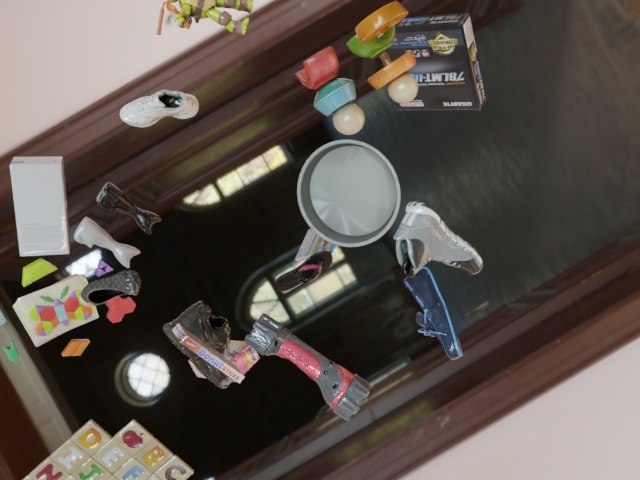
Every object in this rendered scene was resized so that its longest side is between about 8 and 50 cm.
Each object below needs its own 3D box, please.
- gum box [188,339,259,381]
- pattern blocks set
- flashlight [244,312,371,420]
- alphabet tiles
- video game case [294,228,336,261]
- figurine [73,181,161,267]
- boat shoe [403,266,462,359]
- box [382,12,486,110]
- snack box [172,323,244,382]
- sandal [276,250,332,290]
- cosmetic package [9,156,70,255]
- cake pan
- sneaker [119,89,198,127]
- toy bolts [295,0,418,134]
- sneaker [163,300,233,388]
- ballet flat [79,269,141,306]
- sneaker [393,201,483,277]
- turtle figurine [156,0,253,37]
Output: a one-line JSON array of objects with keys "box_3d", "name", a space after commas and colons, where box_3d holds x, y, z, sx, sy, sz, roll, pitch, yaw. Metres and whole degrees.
[{"box_3d": [-0.280, 0.341, 1.979, 0.188, 0.107, 0.062, -4, 119, 43], "name": "gum box"}, {"box_3d": [-0.651, 0.173, 1.728, 0.026, 0.324, 0.286, 30, 151, 50], "name": "pattern blocks set"}, {"box_3d": [-0.034, 0.289, 1.590, 0.304, 0.103, 0.103, 33, 169, 2], "name": "flashlight"}, {"box_3d": [-0.439, 0.523, 1.399, 0.285, 0.342, 0.011, 47, -175, -16], "name": "alphabet tiles"}, {"box_3d": [0.000, 0.000, 2.049, 0.015, 0.119, 0.166, 41, 146, -26], "name": "video game case"}, {"box_3d": [-0.649, -0.043, 2.222, 0.209, 0.215, 0.092, 34, 164, -19], "name": "figurine"}, {"box_3d": [0.284, 0.195, 1.760, 0.109, 0.088, 0.258, 58, -168, -50], "name": "boat shoe"}, {"box_3d": [0.336, -0.536, 2.113, 0.295, 0.073, 0.294, 8, 136, 33], "name": "box"}, {"box_3d": [-0.236, 0.240, 1.467, 0.178, 0.022, 0.064, 43, 176, -33], "name": "snack box"}, {"box_3d": [-0.040, 0.093, 1.932, 0.067, 0.179, 0.040, 59, 180, -30], "name": "sandal"}, {"box_3d": [-0.668, -0.082, 1.660, 0.085, 0.117, 0.231, -131, 42, -64], "name": "cosmetic package"}, {"box_3d": [0.081, -0.130, 1.890, 0.293, 0.293, 0.054, 60, -157, 0], "name": "cake pan"}, {"box_3d": [-0.478, -0.394, 2.002, 0.115, 0.232, 0.091, 53, -155, -81], "name": "sneaker"}, {"box_3d": [0.090, -0.305, 1.277, 0.159, 0.228, 0.218, 58, 173, -5], "name": "toy bolts"}, {"box_3d": [-0.260, 0.255, 1.671, 0.109, 0.130, 0.286, 32, 158, 35], "name": "sneaker"}, {"box_3d": [-0.416, 0.102, 1.351, 0.057, 0.173, 0.049, 24, -127, -45], "name": "ballet flat"}, {"box_3d": [0.227, 0.034, 1.413, 0.228, 0.132, 0.086, 40, 165, -25], "name": "sneaker"}, {"box_3d": [-0.273, -0.541, 1.613, 0.087, 0.217, 0.270, 121, 161, -56], "name": "turtle figurine"}]
